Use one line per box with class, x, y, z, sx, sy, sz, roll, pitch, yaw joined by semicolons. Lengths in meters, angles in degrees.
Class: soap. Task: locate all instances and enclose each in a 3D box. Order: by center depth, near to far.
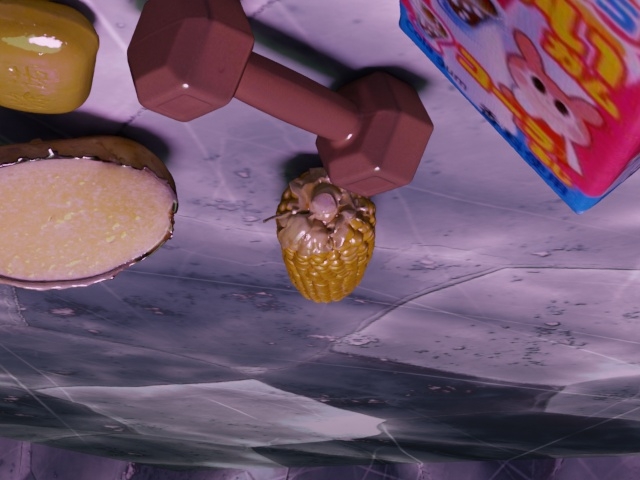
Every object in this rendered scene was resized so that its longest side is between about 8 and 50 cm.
soap;-0.204;-0.126;0.808;0.089;0.045;0.140;5;162;-14

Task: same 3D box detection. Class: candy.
candy;0.113;-0.123;0.491;0.100;0.157;0.306;-40;169;-4

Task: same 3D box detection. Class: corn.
corn;0.005;0.002;1.084;0.091;0.091;0.260;31;167;7

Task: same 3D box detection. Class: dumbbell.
dumbbell;-0.022;-0.100;0.792;0.231;0.082;0.092;20;157;-40

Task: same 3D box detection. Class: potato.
potato;-0.225;-0.040;0.975;0.200;0.081;0.164;-5;137;-19
